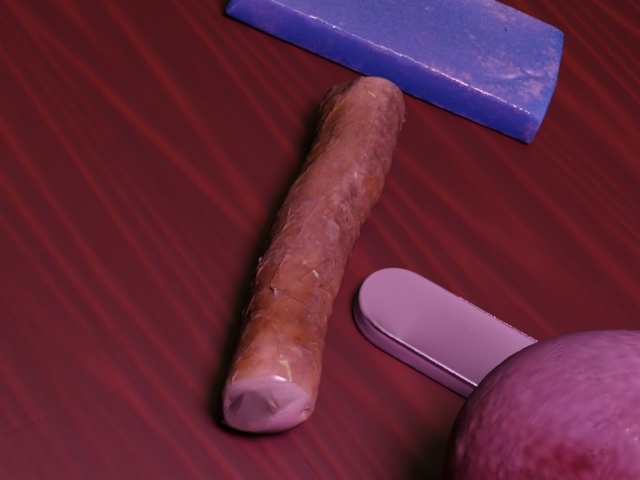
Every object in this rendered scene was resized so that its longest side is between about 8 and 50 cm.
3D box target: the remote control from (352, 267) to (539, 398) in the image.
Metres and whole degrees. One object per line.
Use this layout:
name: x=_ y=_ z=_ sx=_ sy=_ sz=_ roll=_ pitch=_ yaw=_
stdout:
remote control: x=0.137 y=0.098 z=1.053 sx=0.245 sy=0.022 sz=0.077 roll=30 pitch=50 yaw=4

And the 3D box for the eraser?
eraser: x=0.077 y=-0.204 z=1.269 sx=0.312 sy=0.042 sz=0.144 roll=23 pitch=47 yaw=-1

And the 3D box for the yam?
yam: x=0.000 y=0.000 z=1.048 sx=0.081 sy=0.081 sz=0.356 roll=20 pitch=48 yaw=-4

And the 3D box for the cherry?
cherry: x=0.223 y=0.175 z=0.889 sx=0.307 sy=0.221 sz=0.261 roll=0 pitch=36 yaw=-48
